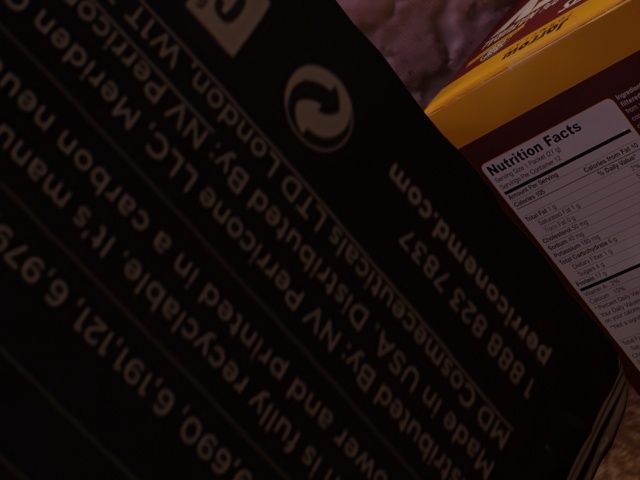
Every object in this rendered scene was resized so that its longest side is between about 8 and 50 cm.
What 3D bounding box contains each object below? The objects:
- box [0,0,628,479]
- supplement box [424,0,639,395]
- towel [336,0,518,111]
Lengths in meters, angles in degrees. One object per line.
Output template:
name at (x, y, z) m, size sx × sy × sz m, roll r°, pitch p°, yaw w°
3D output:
box at (-0.246, 0.147, 0.512) m, size 0.480 × 0.297 × 0.472 m, roll -14°, pitch 37°, yaw 47°
supplement box at (0.183, -0.052, 0.786) m, size 0.129 × 0.194 × 0.191 m, roll -28°, pitch 16°, yaw 45°
towel at (0.000, 0.000, 0.892) m, size 0.317 × 0.332 × 0.053 m, roll -40°, pitch 37°, yaw 11°
